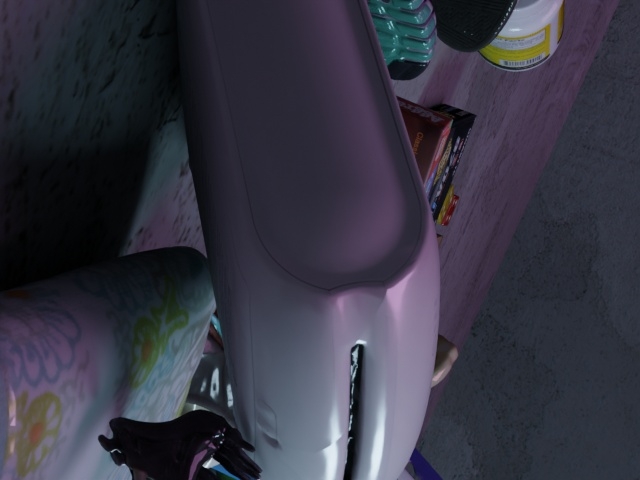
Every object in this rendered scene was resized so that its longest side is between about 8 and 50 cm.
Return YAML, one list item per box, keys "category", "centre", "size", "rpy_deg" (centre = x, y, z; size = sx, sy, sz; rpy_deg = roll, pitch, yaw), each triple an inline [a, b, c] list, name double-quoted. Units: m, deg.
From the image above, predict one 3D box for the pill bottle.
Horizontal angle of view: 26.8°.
- category: "pill bottle"
  centre: [0.233, -0.286, 1.602]
  size: [0.119, 0.119, 0.208]
  rpy_deg: [-65, 168, -6]

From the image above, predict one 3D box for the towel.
- category: "towel"
  centre: [-0.195, 0.190, 0.785]
  size: [0.320, 0.090, 0.374]
  rpy_deg: [-29, 141, -74]

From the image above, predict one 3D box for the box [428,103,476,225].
- category: "box"
  centre: [0.123, -0.060, 1.709]
  size: [0.220, 0.051, 0.175]
  rpy_deg: [-70, 167, 14]

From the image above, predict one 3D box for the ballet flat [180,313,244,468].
- category: "ballet flat"
  centre: [-0.103, 0.122, 1.050]
  size: [0.096, 0.095, 0.280]
  rpy_deg: [-53, 154, -13]

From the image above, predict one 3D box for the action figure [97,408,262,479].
- category: "action figure"
  centre: [-0.108, 0.221, 0.669]
  size: [0.276, 0.141, 0.164]
  rpy_deg: [-62, 179, -34]

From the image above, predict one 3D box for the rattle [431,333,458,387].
- category: "rattle"
  centre: [0.110, 0.181, 2.063]
  size: [0.199, 0.130, 0.143]
  rpy_deg: [-33, 143, -19]

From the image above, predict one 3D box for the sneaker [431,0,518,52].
- category: "sneaker"
  centre: [0.199, -0.349, 1.369]
  size: [0.178, 0.124, 0.295]
  rpy_deg: [-40, 151, -44]

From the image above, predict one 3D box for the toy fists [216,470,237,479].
- category: "toy fists"
  centre: [-0.087, 0.275, 1.354]
  size: [0.279, 0.096, 0.142]
  rpy_deg: [-58, 164, -27]

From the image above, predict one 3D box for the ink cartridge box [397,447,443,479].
- category: "ink cartridge box"
  centre: [0.093, 0.398, 1.862]
  size: [0.071, 0.324, 0.330]
  rpy_deg: [-27, -160, 44]

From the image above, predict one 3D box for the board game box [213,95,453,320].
- category: "board game box"
  centre: [0.000, 0.000, 1.098]
  size: [0.027, 0.145, 0.281]
  rpy_deg: [-47, 157, -57]

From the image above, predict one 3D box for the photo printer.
- category: "photo printer"
  centre: [-0.011, -0.011, 0.768]
  size: [0.256, 0.107, 0.307]
  rpy_deg: [93, -13, -52]

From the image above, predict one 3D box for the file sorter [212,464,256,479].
- category: "file sorter"
  centre: [-0.020, 0.165, 1.258]
  size: [0.118, 0.170, 0.104]
  rpy_deg: [-54, 160, -43]

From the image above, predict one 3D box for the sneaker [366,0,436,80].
- category: "sneaker"
  centre: [0.071, -0.226, 1.140]
  size: [0.224, 0.083, 0.098]
  rpy_deg: [85, 26, -64]

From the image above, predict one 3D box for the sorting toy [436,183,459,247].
- category: "sorting toy"
  centre: [0.121, 0.040, 1.893]
  size: [0.274, 0.046, 0.132]
  rpy_deg: [-68, 167, 8]
